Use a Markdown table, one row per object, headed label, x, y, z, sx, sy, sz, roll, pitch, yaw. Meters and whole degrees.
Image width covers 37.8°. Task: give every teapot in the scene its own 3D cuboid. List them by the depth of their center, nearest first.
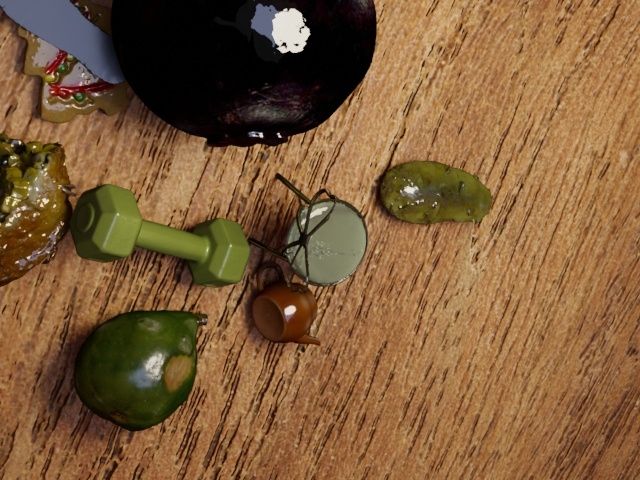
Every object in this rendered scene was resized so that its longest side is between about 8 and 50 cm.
| label | x | y | z | sx | sy | sz | roll | pitch | yaw |
| --- | --- | --- | --- | --- | --- | --- | --- | --- | --- |
| teapot | -0.055 | 0.115 | 1.640 | 0.116 | 0.116 | 0.173 | -26 | 84 | -15 |

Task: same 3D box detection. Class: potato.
| label | x | y | z | sx | sy | sz | roll | pitch | yaw |
| --- | --- | --- | --- | --- | --- | --- | --- | --- | --- |
| potato | 0.212 | -0.084 | 1.702 | 0.226 | 0.090 | 0.117 | 6 | 100 | -22 |

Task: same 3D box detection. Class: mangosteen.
| label | x | y | z | sx | sy | sz | roll | pitch | yaw |
| --- | --- | --- | --- | --- | --- | --- | --- | --- | --- |
| mangosteen | -0.111 | -0.355 | 1.365 | 0.382 | 0.382 | 0.434 | -1 | 90 | -22 |

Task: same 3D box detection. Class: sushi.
| label | x | y | z | sx | sy | sz | roll | pitch | yaw |
| --- | --- | --- | --- | --- | --- | --- | --- | --- | --- |
| sushi | -0.494 | -0.037 | 1.395 | 0.296 | 0.167 | 0.179 | -40 | 137 | -3 |

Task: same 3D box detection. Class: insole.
| label | x | y | z | sx | sy | sz | roll | pitch | yaw |
| --- | --- | --- | --- | --- | --- | --- | --- | --- | --- |
| insole | -0.389 | -0.327 | 1.404 | 0.253 | 0.005 | 0.086 | 39 | 87 | -20 |

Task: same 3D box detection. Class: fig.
| label | x | y | z | sx | sy | sz | roll | pitch | yaw |
| --- | --- | --- | --- | --- | --- | --- | --- | --- | --- |
| fig | -0.283 | 0.194 | 1.538 | 0.195 | 0.195 | 0.245 | 60 | 43 | -22 |

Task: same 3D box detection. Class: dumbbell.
| label | x | y | z | sx | sy | sz | roll | pitch | yaw |
| --- | --- | --- | --- | --- | --- | --- | --- | --- | --- |
| dumbbell | -0.247 | -0.002 | 1.476 | 0.302 | 0.121 | 0.108 | 18 | 66 | -46 |

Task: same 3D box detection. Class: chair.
| label | x | y | z | sx | sy | sz | roll | pitch | yaw |
| --- | --- | --- | --- | --- | --- | --- | --- | --- | --- |
| chair | 0.000 | 0.000 | 1.505 | 0.170 | 0.326 | 0.159 | 22 | 93 | -25 |

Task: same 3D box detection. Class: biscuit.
| label | x | y | z | sx | sy | sz | roll | pitch | yaw |
| --- | --- | --- | --- | --- | --- | --- | --- | --- | --- |
| biscuit | -0.376 | -0.298 | 1.438 | 0.212 | 0.041 | 0.238 | -36 | 114 | -9 |
